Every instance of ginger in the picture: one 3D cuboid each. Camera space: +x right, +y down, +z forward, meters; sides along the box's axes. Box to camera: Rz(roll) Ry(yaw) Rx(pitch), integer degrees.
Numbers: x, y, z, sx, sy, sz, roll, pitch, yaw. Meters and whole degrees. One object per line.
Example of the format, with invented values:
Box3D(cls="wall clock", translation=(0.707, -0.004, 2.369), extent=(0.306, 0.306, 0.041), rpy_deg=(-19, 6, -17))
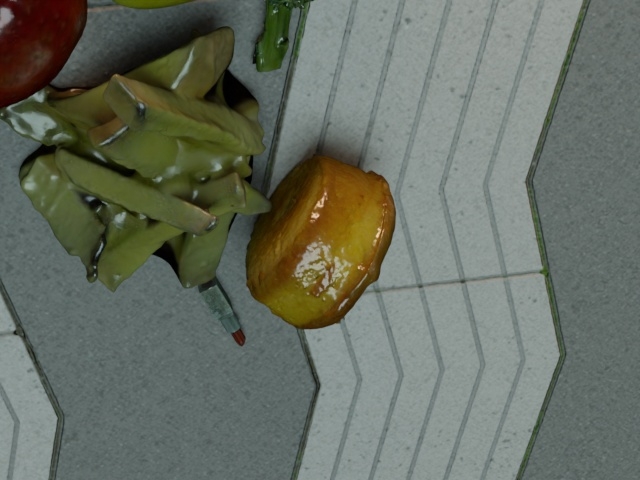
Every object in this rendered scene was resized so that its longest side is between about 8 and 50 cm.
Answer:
Box3D(cls="ginger", translation=(-0.240, -0.077, 1.942), extent=(0.358, 0.211, 0.413), rpy_deg=(-5, 123, -6))

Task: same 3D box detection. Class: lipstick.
Box3D(cls="lipstick", translation=(-0.141, 0.110, 2.185), extent=(0.030, 0.030, 0.129), rpy_deg=(-25, 124, 4))

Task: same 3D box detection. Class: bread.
Box3D(cls="bread", translation=(0.000, 0.000, 2.018), extent=(0.145, 0.268, 0.268), rpy_deg=(30, 112, -19))

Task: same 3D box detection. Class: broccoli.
Box3D(cls="broccoli", translation=(-0.051, -0.304, 1.912), extent=(0.118, 0.122, 0.204), rpy_deg=(12, 134, -2))

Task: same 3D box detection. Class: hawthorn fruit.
Box3D(cls="hawthorn fruit", translation=(-0.403, -0.288, 1.677), extent=(0.284, 0.369, 0.285), rpy_deg=(-1, 96, -13))

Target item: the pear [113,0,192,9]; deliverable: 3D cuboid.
Box3D(cls="pear", translation=(-0.190, -0.375, 1.773), extent=(0.200, 0.200, 0.200), rpy_deg=(-5, 123, -8))
